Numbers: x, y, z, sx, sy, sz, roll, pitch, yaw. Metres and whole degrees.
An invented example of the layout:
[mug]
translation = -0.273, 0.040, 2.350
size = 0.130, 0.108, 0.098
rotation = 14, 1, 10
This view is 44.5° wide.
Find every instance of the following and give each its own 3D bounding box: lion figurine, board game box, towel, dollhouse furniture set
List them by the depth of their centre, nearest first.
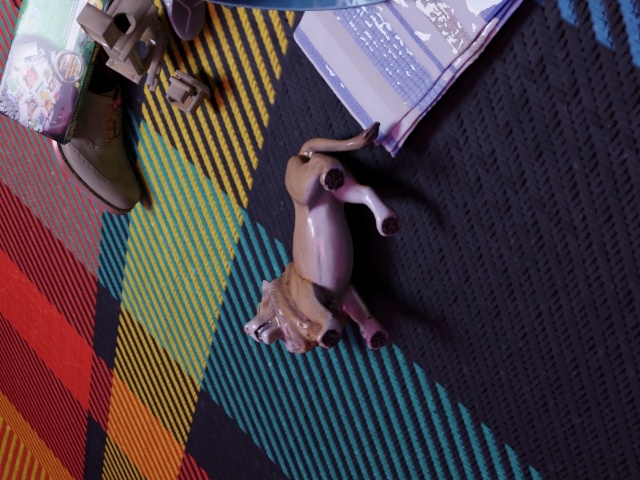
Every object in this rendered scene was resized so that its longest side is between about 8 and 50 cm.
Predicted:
[towel]
translation = 0.089, -0.253, 0.872
size = 0.209, 0.034, 0.285
rotation = 52, 139, 11
[lion figurine]
translation = 0.000, 0.000, 1.064
size = 0.240, 0.142, 0.393
rotation = -133, 48, -56
[dollhouse furniture set]
translation = -0.225, -0.276, 1.097
size = 0.160, 0.101, 0.182
rotation = 31, 173, 1
[board game box]
translation = -0.426, -0.296, 1.245
size = 0.136, 0.030, 0.260
rotation = 28, 113, 3

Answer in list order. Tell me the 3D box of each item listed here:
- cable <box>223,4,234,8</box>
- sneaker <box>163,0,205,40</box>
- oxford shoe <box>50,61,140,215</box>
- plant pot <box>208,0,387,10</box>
[cable]
translation = -0.115, -0.392, 0.993
size = 0.150, 0.047, 0.185
rotation = 16, 128, 46
[sneaker]
translation = -0.204, -0.359, 1.104
size = 0.061, 0.053, 0.152
rotation = 19, 126, 58
[oxford shoe]
translation = -0.391, -0.201, 1.345
size = 0.130, 0.123, 0.348
rotation = -14, 118, 24
[plant pot]
translation = -0.033, -0.378, 0.739
size = 0.271, 0.271, 0.256
rotation = 4, 92, 45
